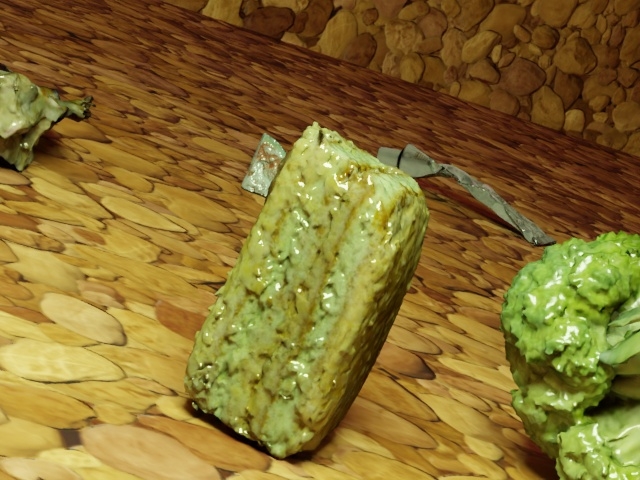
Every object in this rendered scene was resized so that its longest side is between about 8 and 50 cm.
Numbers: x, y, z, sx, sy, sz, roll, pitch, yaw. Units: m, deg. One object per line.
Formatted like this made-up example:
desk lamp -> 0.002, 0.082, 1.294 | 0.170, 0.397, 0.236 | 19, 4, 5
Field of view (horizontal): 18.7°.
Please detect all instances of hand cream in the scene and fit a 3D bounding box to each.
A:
hand cream -> 0.188, -0.062, 2.517 | 0.257, 0.050, 0.084 | 28, 9, 16

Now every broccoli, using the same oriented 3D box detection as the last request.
broccoli -> 0.264, 0.139, 1.345 | 0.302, 0.186, 0.254 | 33, -25, 47

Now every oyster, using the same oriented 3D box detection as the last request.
oyster -> -0.299, -0.130, 1.753 | 0.221, 0.096, 0.361 | 23, 9, -20

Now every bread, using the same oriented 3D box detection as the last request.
bread -> -0.002, 0.032, 1.253 | 0.102, 0.196, 0.138 | 27, 6, 9

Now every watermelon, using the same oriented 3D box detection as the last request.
watermelon -> -0.060, -0.066, 2.072 | 0.061, 0.085, 0.085 | -16, 27, -23

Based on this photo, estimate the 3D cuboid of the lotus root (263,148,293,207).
lotus root -> 0.003, 0.000, 1.741 | 0.159, 0.095, 0.135 | 61, 3, -21
